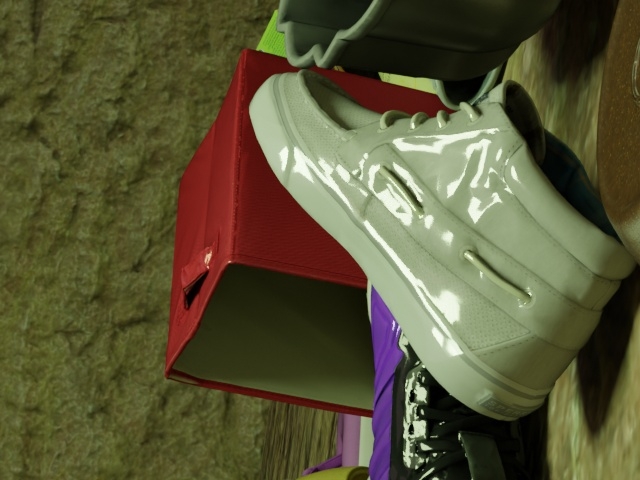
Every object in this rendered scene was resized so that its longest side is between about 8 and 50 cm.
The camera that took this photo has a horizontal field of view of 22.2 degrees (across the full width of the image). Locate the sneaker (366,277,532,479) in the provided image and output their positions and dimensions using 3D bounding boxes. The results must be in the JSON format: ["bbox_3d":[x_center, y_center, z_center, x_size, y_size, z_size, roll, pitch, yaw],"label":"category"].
[{"bbox_3d":[0.080,0.106,0.919,0.146,0.102,0.293,-139,53,-79],"label":"sneaker"}]

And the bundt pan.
[{"bbox_3d":[0.091,-0.240,0.956,0.331,0.124,0.331,-164,90,-74],"label":"bundt pan"}]

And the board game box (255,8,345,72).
[{"bbox_3d":[0.014,-0.082,1.515,0.259,0.039,0.124,59,145,21],"label":"board game box"}]

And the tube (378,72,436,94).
[{"bbox_3d":[0.092,-0.118,1.379,0.070,0.062,0.240,53,-169,-27],"label":"tube"}]

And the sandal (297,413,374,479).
[{"bbox_3d":[-0.006,0.308,1.436,0.169,0.102,0.416,112,166,-69],"label":"sandal"}]

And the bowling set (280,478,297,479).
[{"bbox_3d":[-0.002,0.254,1.114,0.200,0.287,0.154,-41,29,25],"label":"bowling set"}]

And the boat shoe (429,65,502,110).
[{"bbox_3d":[0.117,-0.190,1.160,0.081,0.079,0.227,-99,12,-45],"label":"boat shoe"}]

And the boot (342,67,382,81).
[{"bbox_3d":[0.029,-0.253,1.768,0.367,0.146,0.445,119,159,-46],"label":"boot"}]

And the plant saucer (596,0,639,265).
[{"bbox_3d":[0.154,-0.075,0.691,0.198,0.036,0.198,-171,90,-86],"label":"plant saucer"}]

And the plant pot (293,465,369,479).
[{"bbox_3d":[0.018,0.231,1.278,0.095,0.134,0.134,-48,23,31],"label":"plant pot"}]

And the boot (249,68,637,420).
[{"bbox_3d":[0.065,-0.037,0.846,0.123,0.095,0.258,-54,53,22],"label":"boot"}]

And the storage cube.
[{"bbox_3d":[0.000,0.000,1.239,0.184,0.215,0.193,122,154,-52],"label":"storage cube"}]
